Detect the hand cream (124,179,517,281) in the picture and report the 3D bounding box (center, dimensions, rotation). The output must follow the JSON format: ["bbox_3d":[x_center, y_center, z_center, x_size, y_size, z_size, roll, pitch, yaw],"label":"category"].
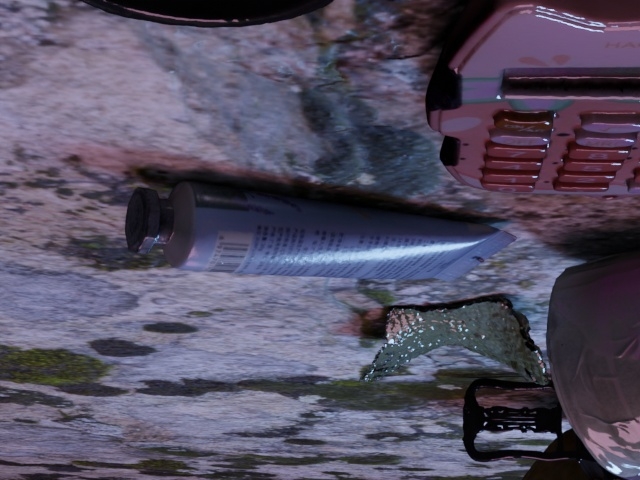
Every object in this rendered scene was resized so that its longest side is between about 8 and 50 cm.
[{"bbox_3d":[0.000,0.000,0.891,0.271,0.058,0.091,6,152,-27],"label":"hand cream"}]

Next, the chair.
[{"bbox_3d":[0.292,0.220,1.525,0.229,0.106,0.113,-3,156,20],"label":"chair"}]

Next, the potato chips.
[{"bbox_3d":[0.122,0.103,1.233,0.228,0.059,0.167,-4,158,37],"label":"potato chips"}]

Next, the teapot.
[{"bbox_3d":[0.288,0.086,0.965,0.178,0.163,0.222,-18,155,33],"label":"teapot"}]

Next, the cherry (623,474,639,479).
[{"bbox_3d":[0.354,0.163,1.389,0.115,0.188,0.148,27,-173,-1],"label":"cherry"}]

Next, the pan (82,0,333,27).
[{"bbox_3d":[-0.102,-0.118,0.520,0.235,0.028,0.136,-4,163,7],"label":"pan"}]

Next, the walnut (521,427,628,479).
[{"bbox_3d":[0.389,0.380,1.644,0.344,0.306,0.306,-33,-178,-28],"label":"walnut"}]

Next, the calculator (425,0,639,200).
[{"bbox_3d":[0.162,-0.070,0.643,0.220,0.048,0.329,-1,166,4],"label":"calculator"}]
